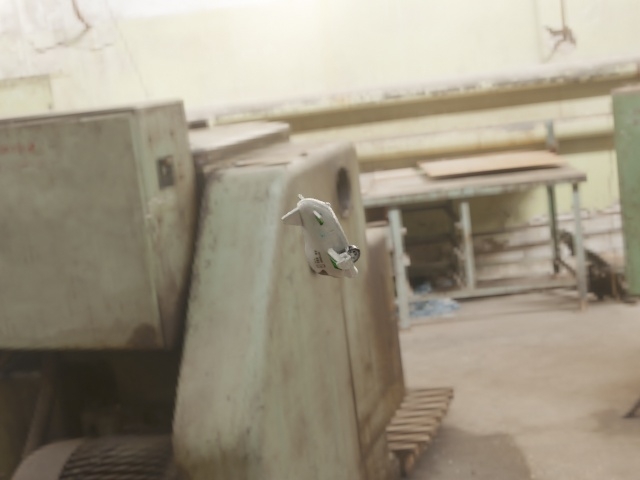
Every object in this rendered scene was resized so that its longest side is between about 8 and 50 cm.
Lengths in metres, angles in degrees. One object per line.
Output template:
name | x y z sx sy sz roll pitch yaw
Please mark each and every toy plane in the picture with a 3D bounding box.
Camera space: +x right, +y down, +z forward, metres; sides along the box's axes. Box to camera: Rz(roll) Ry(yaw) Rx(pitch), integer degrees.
toy plane | 0.003 -0.002 1.638 0.080 0.174 0.174 -35 14 -6
